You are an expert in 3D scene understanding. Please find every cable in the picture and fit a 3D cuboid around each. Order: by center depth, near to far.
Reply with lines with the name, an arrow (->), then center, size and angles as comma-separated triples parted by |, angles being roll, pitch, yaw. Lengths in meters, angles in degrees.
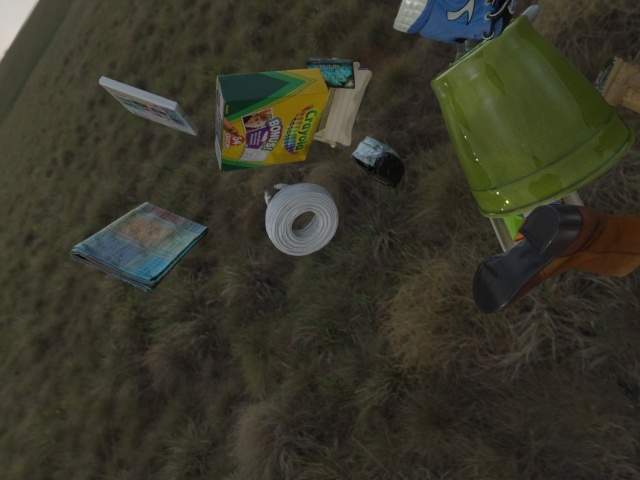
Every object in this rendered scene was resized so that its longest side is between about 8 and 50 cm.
cable -> -0.059, -0.071, 1.431 | 0.089, 0.257, 0.257 | -128, 35, -51

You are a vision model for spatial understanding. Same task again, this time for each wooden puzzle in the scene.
wooden puzzle -> 0.618, -0.101, 1.238 | 0.238, 0.044, 0.221 | -26, 64, 28

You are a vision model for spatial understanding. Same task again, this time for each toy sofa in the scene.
toy sofa -> 0.088, -0.601, 1.862 | 0.150, 0.177, 0.362 | -94, 19, -68

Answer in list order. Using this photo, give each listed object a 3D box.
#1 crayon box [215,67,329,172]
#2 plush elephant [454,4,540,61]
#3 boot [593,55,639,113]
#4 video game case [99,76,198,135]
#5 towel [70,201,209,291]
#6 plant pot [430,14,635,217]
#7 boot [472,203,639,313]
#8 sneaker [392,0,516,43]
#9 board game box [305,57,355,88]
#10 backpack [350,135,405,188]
crayon box -> -0.171, -0.375, 1.361 | 0.363, 0.313, 0.106 | 121, 134, -63
plush elephant -> 0.543, -0.572, 1.252 | 0.255, 0.330, 0.272 | -40, 76, -14
boot -> 0.939, -0.393, 1.257 | 0.089, 0.269, 0.236 | -69, 1, -69
video game case -> -0.344, -0.271, 0.866 | 0.143, 0.157, 0.019 | 92, -161, -84
towel -> -0.561, -0.001, 1.364 | 0.370, 0.271, 0.040 | -63, -5, -57
plant pot -> 0.451, -0.302, 0.999 | 0.366, 0.353, 0.366 | -36, 10, 8
boot -> 0.446, 0.041, 0.770 | 0.096, 0.280, 0.264 | -112, 32, -47
sneaker -> 0.193, -0.341, 0.525 | 0.330, 0.147, 0.130 | -69, 1, -82
board game box -> 0.043, -0.663, 1.681 | 0.186, 0.126, 0.026 | 10, 64, 16
backpack -> 0.192, -0.273, 1.429 | 0.115, 0.152, 0.182 | -51, 45, 8
